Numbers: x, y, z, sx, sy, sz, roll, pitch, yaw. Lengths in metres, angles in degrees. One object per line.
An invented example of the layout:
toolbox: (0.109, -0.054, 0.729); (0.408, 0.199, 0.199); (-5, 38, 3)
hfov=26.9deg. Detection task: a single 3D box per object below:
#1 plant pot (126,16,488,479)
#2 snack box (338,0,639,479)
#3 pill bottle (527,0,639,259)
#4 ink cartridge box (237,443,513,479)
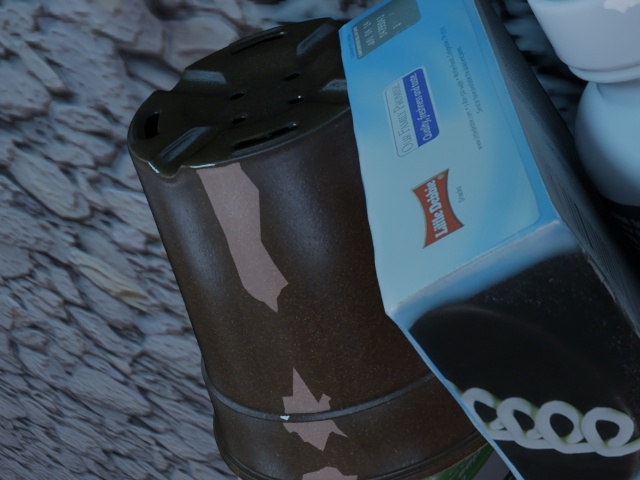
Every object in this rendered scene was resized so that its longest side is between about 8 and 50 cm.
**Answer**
plant pot: (0.000, 0.000, 0.602); (0.167, 0.167, 0.165); (10, 133, 45)
snack box: (0.120, 0.066, 0.499); (0.060, 0.187, 0.322); (-30, 120, 15)
pill bottle: (0.143, -0.026, 0.422); (0.108, 0.108, 0.180); (-2, 131, 53)
ink cartridge box: (0.029, 0.122, 0.803); (0.160, 0.092, 0.219); (28, 150, 24)
